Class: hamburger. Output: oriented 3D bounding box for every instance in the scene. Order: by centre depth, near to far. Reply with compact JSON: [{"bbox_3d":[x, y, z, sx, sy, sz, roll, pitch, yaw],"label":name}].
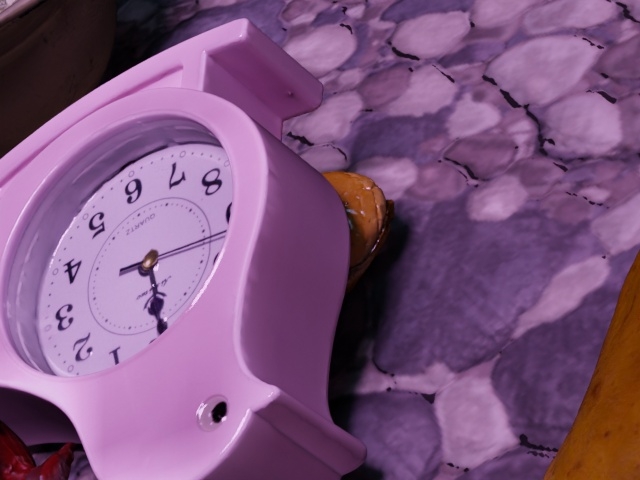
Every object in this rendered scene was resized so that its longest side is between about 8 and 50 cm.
[{"bbox_3d":[0.000,0.000,1.004,0.076,0.044,0.083,10,52,42],"label":"hamburger"}]

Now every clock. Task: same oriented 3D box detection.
[{"bbox_3d":[-0.119,0.056,0.966,0.290,0.080,0.275,-30,47,21],"label":"clock"}]

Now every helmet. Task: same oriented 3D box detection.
[{"bbox_3d":[-0.214,-0.118,1.215,0.204,0.137,0.257,-7,36,31],"label":"helmet"}]

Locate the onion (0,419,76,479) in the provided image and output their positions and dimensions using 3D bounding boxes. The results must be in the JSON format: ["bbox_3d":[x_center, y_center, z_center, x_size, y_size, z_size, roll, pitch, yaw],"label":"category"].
[{"bbox_3d":[-0.212,0.168,0.820,0.281,0.221,0.281,-32,33,24],"label":"onion"}]

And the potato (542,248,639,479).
[{"bbox_3d":[0.225,0.007,0.743,0.195,0.176,0.369,34,74,23],"label":"potato"}]
